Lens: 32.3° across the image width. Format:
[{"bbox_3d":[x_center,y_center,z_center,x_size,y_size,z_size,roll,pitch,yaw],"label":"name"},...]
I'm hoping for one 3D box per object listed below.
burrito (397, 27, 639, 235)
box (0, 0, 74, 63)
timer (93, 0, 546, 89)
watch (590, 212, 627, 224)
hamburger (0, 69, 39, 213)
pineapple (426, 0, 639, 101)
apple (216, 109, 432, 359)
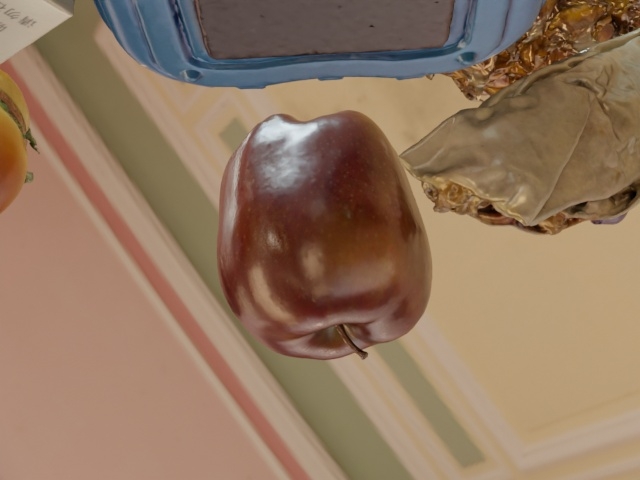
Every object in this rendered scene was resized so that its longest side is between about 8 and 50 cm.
[{"bbox_3d":[0.215,-0.088,0.768,0.117,0.392,0.076,51,-39,15],"label":"burrito"},{"bbox_3d":[-0.302,-0.148,0.780,0.245,0.139,0.035,-22,-122,33],"label":"box"},{"bbox_3d":[0.001,-0.208,0.754,0.309,0.340,0.115,83,4,-72],"label":"timer"},{"bbox_3d":[0.305,-0.095,1.478,0.196,0.200,0.171,146,-64,-84],"label":"watch"},{"bbox_3d":[-0.461,-0.101,1.327,0.246,0.246,0.170,100,-18,-44],"label":"hamburger"},{"bbox_3d":[0.231,-0.289,1.116,0.352,0.300,0.352,4,-79,20],"label":"pineapple"},{"bbox_3d":[0.000,0.000,1.421,0.288,0.288,0.317,-28,-115,54],"label":"apple"}]
